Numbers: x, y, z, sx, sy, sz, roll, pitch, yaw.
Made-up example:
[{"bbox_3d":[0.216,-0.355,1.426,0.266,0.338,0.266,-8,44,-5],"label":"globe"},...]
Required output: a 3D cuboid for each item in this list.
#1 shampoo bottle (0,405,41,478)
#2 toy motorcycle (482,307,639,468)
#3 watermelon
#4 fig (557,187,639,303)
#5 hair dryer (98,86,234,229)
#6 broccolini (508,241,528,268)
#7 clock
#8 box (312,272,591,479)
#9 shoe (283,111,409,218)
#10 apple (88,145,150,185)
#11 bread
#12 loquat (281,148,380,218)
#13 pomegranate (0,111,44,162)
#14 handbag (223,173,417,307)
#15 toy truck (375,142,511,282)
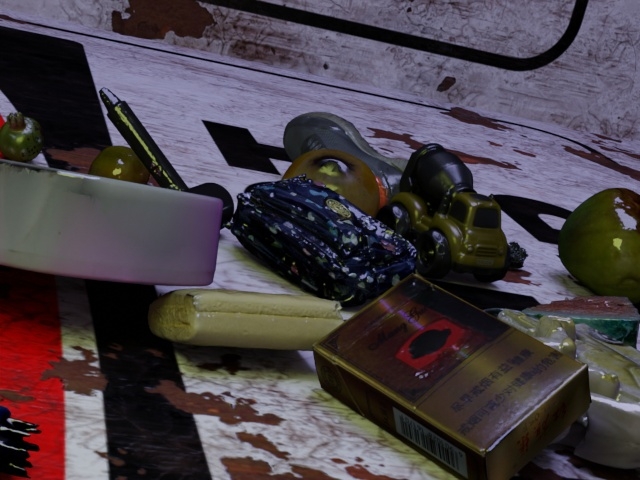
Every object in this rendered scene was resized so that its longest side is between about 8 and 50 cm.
[{"bbox_3d":[-0.310,0.144,0.981,0.183,0.050,0.087,14,13,-1],"label":"shampoo bottle"},{"bbox_3d":[0.266,0.158,1.355,0.223,0.108,0.340,-12,29,-42],"label":"toy motorcycle"},{"bbox_3d":[0.357,0.115,1.653,0.154,0.094,0.241,10,12,22],"label":"watermelon"},{"bbox_3d":[0.457,0.010,1.944,0.181,0.181,0.191,1,-4,-39],"label":"fig"},{"bbox_3d":[-0.220,-0.107,1.716,0.248,0.070,0.114,51,21,3],"label":"hair dryer"},{"bbox_3d":[0.277,0.002,2.053,0.044,0.042,0.218,38,2,-22],"label":"broccolini"},{"bbox_3d":[-0.278,-0.027,1.377,0.338,0.102,0.338,10,2,0],"label":"clock"},{"bbox_3d":[0.129,0.135,1.255,0.159,0.071,0.240,-35,43,-26],"label":"box"},{"bbox_3d":[0.016,-0.106,2.052,0.171,0.132,0.336,-12,32,-40],"label":"shoe"},{"bbox_3d":[-0.280,-0.087,1.745,0.074,0.089,0.089,32,19,9],"label":"apple"},{"bbox_3d":[-0.080,0.083,1.336,0.178,0.060,0.139,5,-2,-31],"label":"bread"},{"bbox_3d":[0.013,-0.066,1.852,0.163,0.137,0.163,-5,14,1],"label":"loquat"},{"bbox_3d":[-0.441,-0.158,1.857,0.073,0.084,0.073,13,26,-7],"label":"pomegranate"},{"bbox_3d":[0.000,0.000,1.657,0.260,0.113,0.162,34,30,32],"label":"handbag"},{"bbox_3d":[0.192,-0.040,1.864,0.147,0.165,0.224,5,19,-29],"label":"toy truck"}]
